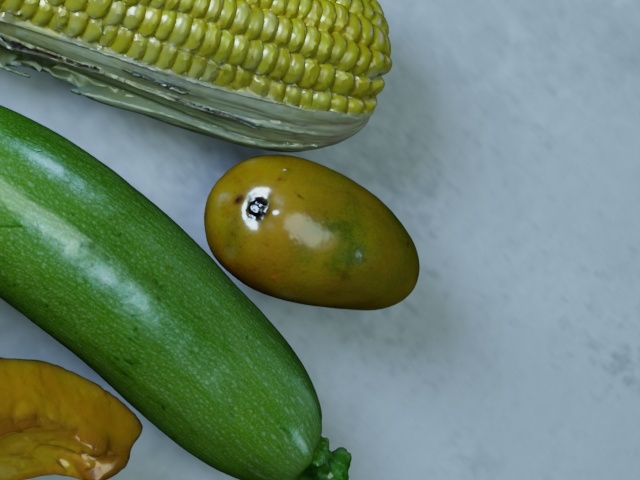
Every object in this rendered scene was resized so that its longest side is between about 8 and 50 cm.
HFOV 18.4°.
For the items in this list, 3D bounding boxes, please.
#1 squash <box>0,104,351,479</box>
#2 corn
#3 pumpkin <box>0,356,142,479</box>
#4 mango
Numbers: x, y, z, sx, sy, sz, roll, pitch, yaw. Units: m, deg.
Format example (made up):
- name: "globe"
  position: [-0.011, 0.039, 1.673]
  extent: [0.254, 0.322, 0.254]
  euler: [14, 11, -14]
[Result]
- name: "squash"
  position: [-0.119, 0.034, 1.219]
  extent: [0.395, 0.107, 0.107]
  euler: [43, 78, -24]
- name: "corn"
  position: [-0.100, -0.142, 1.204]
  extent: [0.305, 0.122, 0.123]
  euler: [20, 116, -25]
- name: "pumpkin"
  position: [-0.259, 0.147, 1.105]
  extent: [0.258, 0.095, 0.290]
  euler: [-45, 157, 0]
- name: "mango"
  position: [0.000, 0.000, 1.268]
  extent: [0.163, 0.111, 0.089]
  euler: [20, 87, -25]
